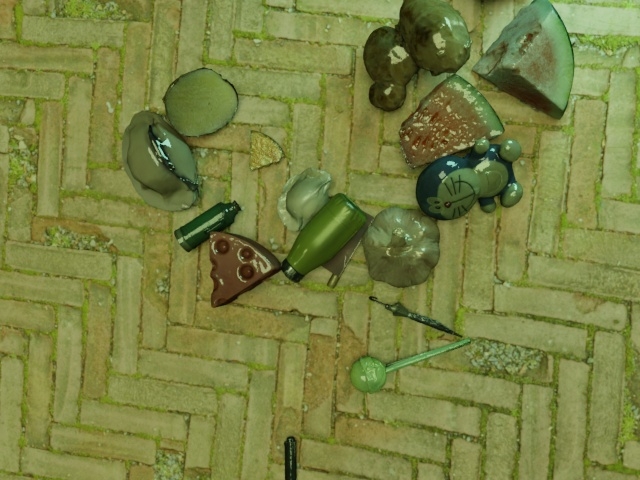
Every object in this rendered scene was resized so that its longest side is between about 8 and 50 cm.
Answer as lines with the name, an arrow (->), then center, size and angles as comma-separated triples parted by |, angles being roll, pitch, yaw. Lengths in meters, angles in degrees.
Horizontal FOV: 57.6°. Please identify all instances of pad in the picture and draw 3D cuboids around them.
pad -> 0.052, -0.009, 1.572 | 0.113, 0.006, 0.188 | 32, 94, 21

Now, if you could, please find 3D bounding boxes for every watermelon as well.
watermelon -> 0.535, -0.459, 1.477 | 0.231, 0.193, 0.310 | -6, 102, -12
watermelon -> 0.318, -0.290, 1.506 | 0.256, 0.140, 0.193 | -34, 90, 15

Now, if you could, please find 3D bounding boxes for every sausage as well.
sausage -> 0.057, 0.069, 1.575 | 0.024, 0.024, 0.132 | 29, 94, 7

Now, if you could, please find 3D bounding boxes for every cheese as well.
cheese -> -0.234, 0.054, 1.569 | 0.203, 0.128, 0.177 | -32, 83, 10

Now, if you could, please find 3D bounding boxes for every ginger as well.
ginger -> 0.223, -0.477, 1.479 | 0.304, 0.155, 0.245 | -34, 75, 37

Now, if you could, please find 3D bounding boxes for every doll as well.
doll -> 0.367, -0.149, 1.465 | 0.258, 0.228, 0.154 | -25, 42, -5

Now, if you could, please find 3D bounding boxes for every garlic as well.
garlic -> 0.199, 0.014, 1.465 | 0.218, 0.212, 0.219 | -1, 83, 10

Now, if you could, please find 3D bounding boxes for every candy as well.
candy -> 0.239, 0.316, 1.533 | 0.335, 0.093, 0.092 | -19, 130, -2

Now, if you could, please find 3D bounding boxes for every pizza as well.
pizza -> -0.167, -0.240, 1.608 | 0.123, 0.026, 0.108 | 39, 97, 4

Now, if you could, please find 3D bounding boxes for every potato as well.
potato -> -0.341, -0.386, 1.584 | 0.202, 0.117, 0.182 | -33, 130, -18

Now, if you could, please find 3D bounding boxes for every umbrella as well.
umbrella -> -0.083, 0.602, 1.582 | 0.036, 0.031, 0.133 | 0, 88, 6
umbrella -> 0.251, 0.203, 1.549 | 0.269, 0.044, 0.044 | 24, 66, -2

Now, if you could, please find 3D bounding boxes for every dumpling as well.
dumpling -> -0.045, -0.117, 1.558 | 0.127, 0.108, 0.188 | 48, 111, 34
dumpling -> -0.453, -0.206, 1.582 | 0.204, 0.163, 0.293 | -23, 98, 2

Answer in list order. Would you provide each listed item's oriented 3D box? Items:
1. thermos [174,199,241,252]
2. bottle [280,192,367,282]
thermos -> -0.305, -0.048, 1.596 | 0.187, 0.083, 0.073 | -33, 82, 5
bottle -> 0.000, 0.000, 1.527 | 0.112, 0.112, 0.260 | 44, 100, 6
